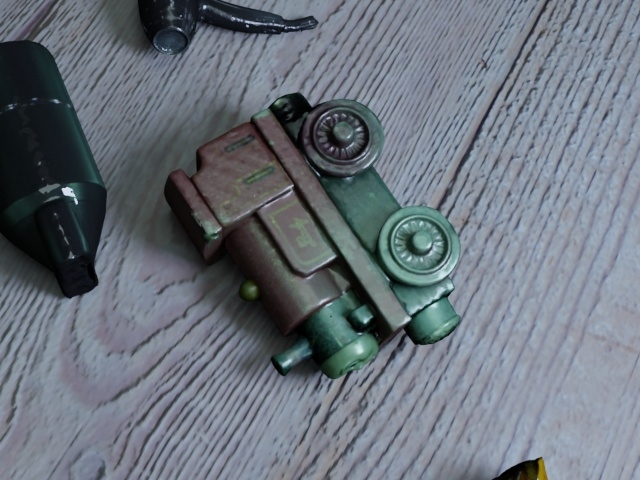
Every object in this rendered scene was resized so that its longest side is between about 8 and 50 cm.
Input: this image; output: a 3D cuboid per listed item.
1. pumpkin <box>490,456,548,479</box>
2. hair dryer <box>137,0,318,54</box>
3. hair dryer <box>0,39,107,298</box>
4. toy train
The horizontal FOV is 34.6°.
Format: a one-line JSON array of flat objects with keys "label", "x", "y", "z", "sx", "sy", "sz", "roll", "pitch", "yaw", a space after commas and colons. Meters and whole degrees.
[{"label": "pumpkin", "x": 0.183, "y": 0.303, "z": 0.958, "sx": 0.107, "sy": 0.119, "sz": 0.183, "roll": -17, "pitch": 60, "yaw": 17}, {"label": "hair dryer", "x": -0.106, "y": -0.285, "z": 1.203, "sx": 0.219, "sy": 0.075, "sz": 0.195, "roll": 9, "pitch": 53, "yaw": -22}, {"label": "hair dryer", "x": -0.359, "y": -0.045, "z": 0.967, "sx": 0.302, "sy": 0.116, "sz": 0.244, "roll": -15, "pitch": 69, "yaw": -26}, {"label": "toy train", "x": 0.000, "y": 0.000, "z": 1.046, "sx": 0.221, "sy": 0.150, "sz": 0.304, "roll": -31, "pitch": 77, "yaw": -15}]
